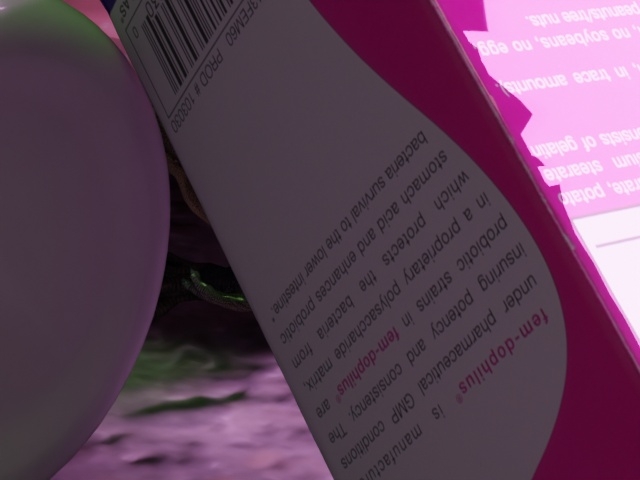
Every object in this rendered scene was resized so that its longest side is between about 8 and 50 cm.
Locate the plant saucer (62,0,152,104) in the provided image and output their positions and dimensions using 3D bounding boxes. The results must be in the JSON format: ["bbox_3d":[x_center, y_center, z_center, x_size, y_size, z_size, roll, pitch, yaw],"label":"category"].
[{"bbox_3d":[-0.017,-0.085,0.764,0.332,0.084,0.332,5,4,0],"label":"plant saucer"}]

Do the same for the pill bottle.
[{"bbox_3d":[-0.189,-0.020,0.558,0.265,0.153,0.153,15,22,34],"label":"pill bottle"}]

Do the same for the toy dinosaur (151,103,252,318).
[{"bbox_3d":[0.000,0.000,0.663,0.118,0.064,0.268,-7,-8,32],"label":"toy dinosaur"}]

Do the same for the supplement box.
[{"bbox_3d":[0.049,-0.014,0.466,0.114,0.111,0.220,-9,64,-36],"label":"supplement box"}]
